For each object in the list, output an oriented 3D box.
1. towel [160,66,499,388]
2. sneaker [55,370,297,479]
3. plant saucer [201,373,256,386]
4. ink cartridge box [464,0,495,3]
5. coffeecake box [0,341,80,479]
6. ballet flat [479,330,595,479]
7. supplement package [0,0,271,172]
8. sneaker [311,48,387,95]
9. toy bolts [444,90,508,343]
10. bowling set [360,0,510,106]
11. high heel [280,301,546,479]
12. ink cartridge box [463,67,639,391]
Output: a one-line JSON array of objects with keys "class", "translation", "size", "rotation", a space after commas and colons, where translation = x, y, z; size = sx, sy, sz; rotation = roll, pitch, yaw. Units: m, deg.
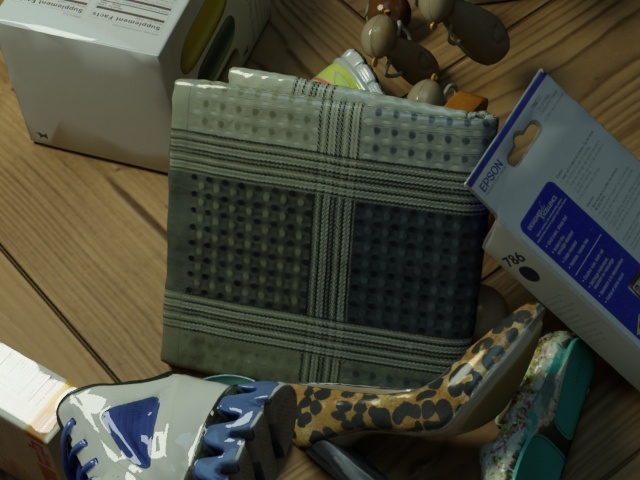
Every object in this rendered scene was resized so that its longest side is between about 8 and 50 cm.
[{"class": "towel", "translation": [0.000, 0.000, 1.759], "size": [0.324, 0.312, 0.056], "rotation": [9, 20, 13]}, {"class": "sneaker", "translation": [-0.166, 0.228, 1.565], "size": [0.182, 0.127, 0.315], "rotation": [15, 49, 23]}, {"class": "plant saucer", "translation": [-0.095, 0.186, 1.771], "size": [0.119, 0.021, 0.119], "rotation": [-3, 53, 3]}, {"class": "ink cartridge box", "translation": [0.304, -0.406, 1.988], "size": [0.330, 0.324, 0.071], "rotation": [-7, 53, 2]}, {"class": "coffeecake box", "translation": [-0.296, 0.165, 1.733], "size": [0.185, 0.142, 0.068], "rotation": [27, 60, 23]}, {"class": "ballet flat", "translation": [0.195, 0.188, 1.714], "size": [0.077, 0.091, 0.241], "rotation": [-8, 40, 40]}, {"class": "supplement package", "translation": [-0.199, -0.247, 2.001], "size": [0.198, 0.199, 0.262], "rotation": [14, 55, 16]}, {"class": "sneaker", "translation": [0.044, -0.114, 1.958], "size": [0.094, 0.081, 0.208], "rotation": [-28, 48, -6]}, {"class": "toy bolts", "translation": [0.156, -0.015, 1.803], "size": [0.158, 0.218, 0.228], "rotation": [33, 81, 11]}, {"class": "bowling set", "translation": [0.101, -0.244, 1.974], "size": [0.200, 0.154, 0.287], "rotation": [7, 76, 37]}, {"class": "high heel", "translation": [0.079, 0.119, 1.705], "size": [0.186, 0.093, 0.261], "rotation": [43, 100, 26]}, {"class": "ink cartridge box", "translation": [0.275, 0.007, 1.725], "size": [0.333, 0.065, 0.165], "rotation": [43, 61, -12]}]
